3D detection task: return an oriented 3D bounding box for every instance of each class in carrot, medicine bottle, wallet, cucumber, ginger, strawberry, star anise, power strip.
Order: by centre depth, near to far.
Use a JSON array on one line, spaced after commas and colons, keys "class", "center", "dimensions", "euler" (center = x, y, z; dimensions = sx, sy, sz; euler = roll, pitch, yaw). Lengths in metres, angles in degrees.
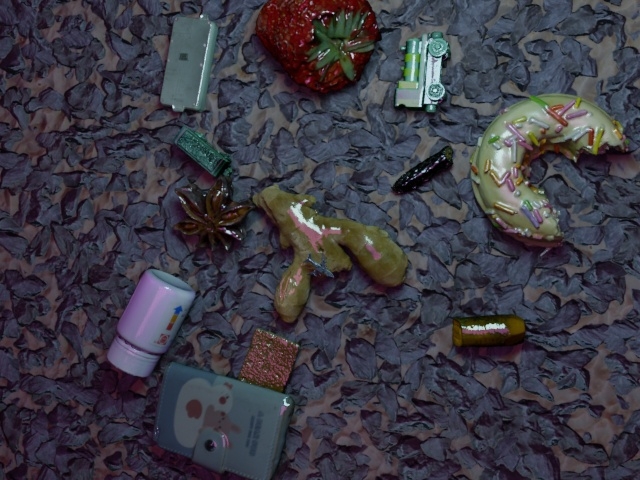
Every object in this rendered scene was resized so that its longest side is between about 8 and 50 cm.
[{"class": "carrot", "center": [0.407, 0.220, 1.776], "dimensions": [0.173, 0.082, 0.082], "euler": [-6, 87, 7]}, {"class": "strawberry", "center": [-0.006, -0.511, 1.811], "dimensions": [0.261, 0.261, 0.257], "euler": [-47, 43, 6]}, {"class": "cucumber", "center": [0.257, -0.173, 1.832], "dimensions": [0.182, 0.053, 0.053], "euler": [-31, 83, 11]}, {"class": "ginger", "center": [0.009, -0.002, 1.838], "dimensions": [0.363, 0.122, 0.348], "euler": [-19, 94, 20]}, {"class": "wallet", "center": [-0.254, 0.473, 1.885], "dimensions": [0.361, 0.083, 0.252], "euler": [13, 94, 18]}, {"class": "star anise", "center": [-0.276, -0.075, 1.898], "dimensions": [0.220, 0.099, 0.214], "euler": [29, 111, 13]}, {"class": "medicine bottle", "center": [-0.442, 0.214, 1.901], "dimensions": [0.152, 0.152, 0.254], "euler": [29, 95, 10]}, {"class": "power strip", "center": [-0.351, -0.472, 1.954], "dimensions": [0.118, 0.046, 0.270], "euler": [10, 91, 13]}]

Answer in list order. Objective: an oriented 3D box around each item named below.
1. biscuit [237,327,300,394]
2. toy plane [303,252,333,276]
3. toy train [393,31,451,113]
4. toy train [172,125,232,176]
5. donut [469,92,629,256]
[{"class": "biscuit", "center": [-0.146, 0.356, 1.903], "dimensions": [0.131, 0.026, 0.236], "euler": [20, 94, 12]}, {"class": "toy plane", "center": [-0.003, 0.065, 1.789], "dimensions": [0.084, 0.024, 0.078], "euler": [40, 121, 6]}, {"class": "toy train", "center": [0.254, -0.418, 1.822], "dimensions": [0.132, 0.083, 0.200], "euler": [5, 88, 14]}, {"class": "toy train", "center": [-0.304, -0.228, 1.912], "dimensions": [0.172, 0.099, 0.070], "euler": [39, 96, 8]}, {"class": "donut", "center": [0.521, -0.185, 1.730], "dimensions": [0.307, 0.150, 0.371], "euler": [35, 95, 10]}]
